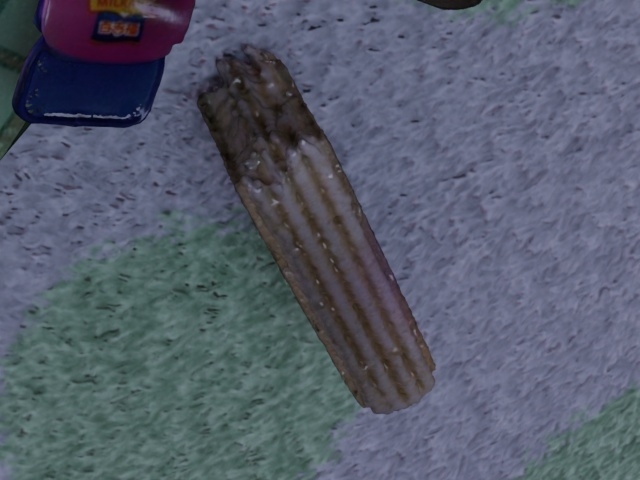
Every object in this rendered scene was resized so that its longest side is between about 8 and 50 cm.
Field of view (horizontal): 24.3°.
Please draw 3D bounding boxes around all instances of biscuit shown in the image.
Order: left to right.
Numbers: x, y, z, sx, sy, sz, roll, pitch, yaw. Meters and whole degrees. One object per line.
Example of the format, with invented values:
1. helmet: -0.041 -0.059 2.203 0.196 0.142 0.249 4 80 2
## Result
1. biscuit: 0.000 0.000 0.916 0.062 0.108 0.239 -27 131 -1

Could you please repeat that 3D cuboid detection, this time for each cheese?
1. cheese: -0.072 -0.155 0.651 0.155 0.062 0.244 1 123 -39

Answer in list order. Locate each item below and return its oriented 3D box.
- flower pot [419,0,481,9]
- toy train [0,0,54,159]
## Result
1. flower pot: 0.085 -0.252 0.736 0.203 0.212 0.212 -36 131 -10
2. toy train: -0.194 -0.133 0.717 0.159 0.129 0.326 23 108 -43
